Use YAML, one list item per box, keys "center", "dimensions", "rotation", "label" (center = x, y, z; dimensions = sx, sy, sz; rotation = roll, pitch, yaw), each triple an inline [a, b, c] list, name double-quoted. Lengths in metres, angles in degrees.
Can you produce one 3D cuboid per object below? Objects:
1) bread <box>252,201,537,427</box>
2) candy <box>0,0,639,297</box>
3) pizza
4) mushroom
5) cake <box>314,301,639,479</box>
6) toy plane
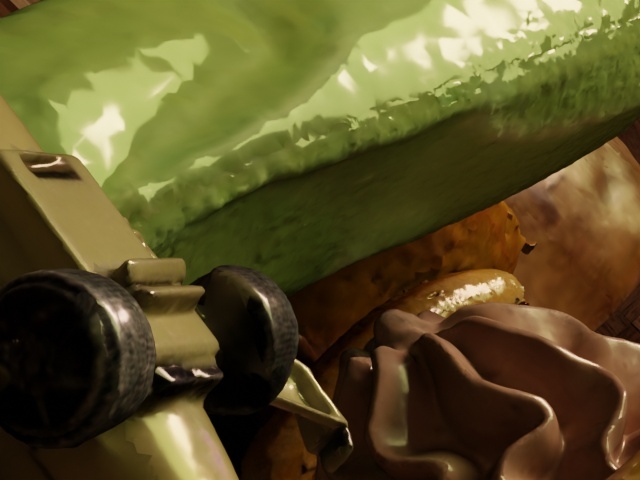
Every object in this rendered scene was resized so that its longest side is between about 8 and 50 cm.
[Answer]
- center: [0.000, 0.000, 0.830]
  dimensions: [0.179, 0.194, 0.340]
  rotation: [37, -8, 35]
  label: "bread"
- center: [-0.006, -0.059, 0.618]
  dimensions: [0.132, 0.344, 0.142]
  rotation: [-30, -95, 51]
  label: "candy"
- center: [0.053, 0.123, 0.742]
  dimensions: [0.062, 0.188, 0.198]
  rotation: [16, -46, 44]
  label: "pizza"
- center: [0.045, -0.064, 1.175]
  dimensions: [0.397, 0.314, 0.224]
  rotation: [50, -4, -17]
  label: "mushroom"
- center: [0.066, 0.112, 0.602]
  dimensions: [0.178, 0.207, 0.185]
  rotation: [42, 20, 5]
  label: "cake"
- center: [-0.077, 0.017, 0.397]
  dimensions: [0.242, 0.104, 0.256]
  rotation: [-3, 63, -62]
  label: "toy plane"
